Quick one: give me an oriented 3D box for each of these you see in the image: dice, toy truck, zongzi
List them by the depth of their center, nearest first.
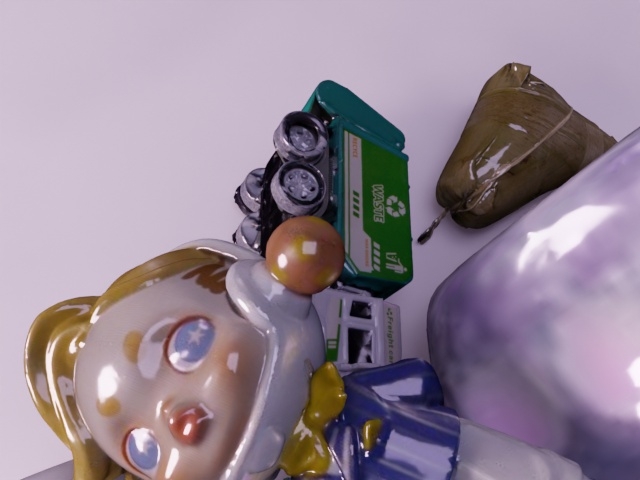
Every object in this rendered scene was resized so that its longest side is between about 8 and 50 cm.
[{"bbox_3d":[0.251,0.059,0.414,0.270,0.270,0.271,53,39,9],"label":"dice"},{"bbox_3d":[0.000,0.000,0.520,0.124,0.114,0.253,10,63,-21],"label":"toy truck"},{"bbox_3d":[0.199,-0.044,0.610,0.178,0.081,0.188,32,67,-8],"label":"zongzi"}]

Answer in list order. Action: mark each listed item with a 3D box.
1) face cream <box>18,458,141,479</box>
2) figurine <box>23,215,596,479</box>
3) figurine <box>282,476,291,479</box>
[{"bbox_3d":[-0.142,0.183,0.391,0.117,0.117,0.104,-17,77,-20],"label":"face cream"},{"bbox_3d":[-0.005,0.084,0.345,0.275,0.133,0.193,2,92,13],"label":"figurine"},{"bbox_3d":[0.037,0.160,0.435,0.178,0.144,0.114,-22,58,-10],"label":"figurine"}]
